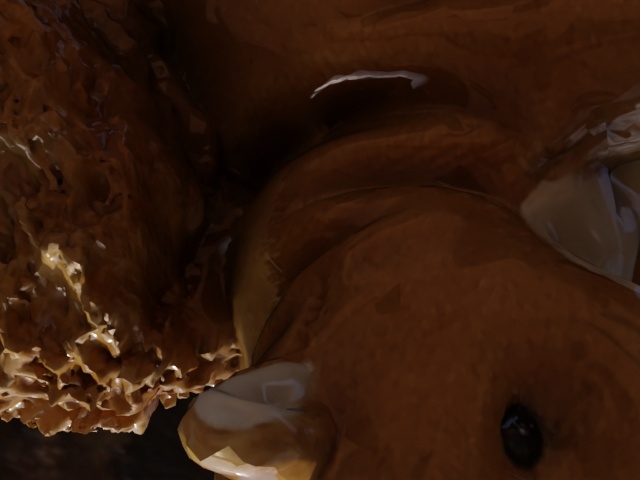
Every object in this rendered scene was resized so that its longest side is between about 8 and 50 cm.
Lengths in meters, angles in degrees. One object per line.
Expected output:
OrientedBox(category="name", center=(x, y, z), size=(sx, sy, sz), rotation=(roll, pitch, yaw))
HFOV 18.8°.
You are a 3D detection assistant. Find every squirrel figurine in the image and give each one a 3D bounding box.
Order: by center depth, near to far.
OrientedBox(category="squirrel figurine", center=(0.000, 0.000, 0.717), size=(0.397, 0.281, 0.370), rotation=(2, -131, 13))
